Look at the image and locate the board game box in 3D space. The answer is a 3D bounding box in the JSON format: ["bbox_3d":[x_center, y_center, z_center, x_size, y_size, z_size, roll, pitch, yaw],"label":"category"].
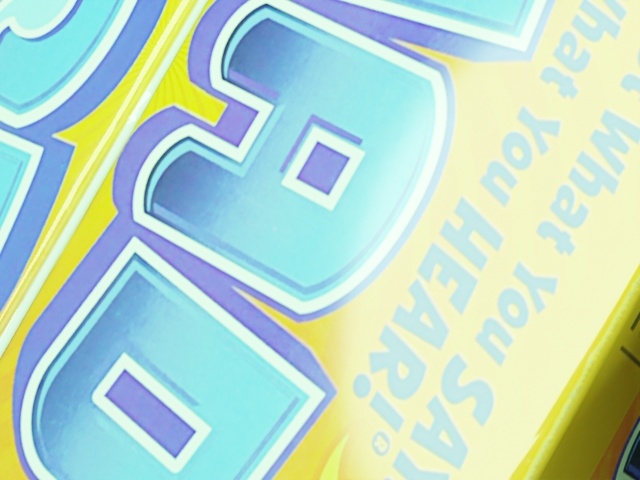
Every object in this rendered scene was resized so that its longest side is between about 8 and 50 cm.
[{"bbox_3d":[0.019,-0.013,0.778,0.356,0.356,0.356,28,87,28],"label":"board game box"}]
